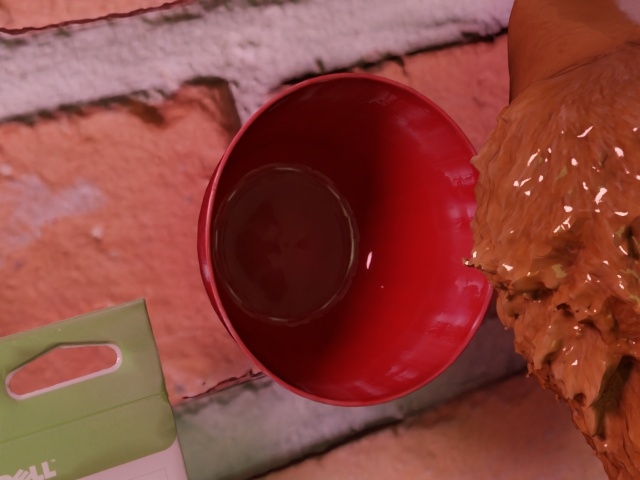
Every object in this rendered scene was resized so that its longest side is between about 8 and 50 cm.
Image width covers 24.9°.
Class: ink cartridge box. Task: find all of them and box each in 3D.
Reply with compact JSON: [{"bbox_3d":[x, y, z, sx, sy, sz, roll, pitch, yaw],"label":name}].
[{"bbox_3d":[-0.127,0.144,0.774,0.109,0.062,0.209,-15,95,-26],"label":"ink cartridge box"}]

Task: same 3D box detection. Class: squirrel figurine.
[{"bbox_3d":[0.236,0.044,0.849,0.397,0.281,0.370,-44,129,-46],"label":"squirrel figurine"}]

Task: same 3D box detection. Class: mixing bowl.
[{"bbox_3d":[0.000,0.000,0.825,0.181,0.098,0.181,1,89,-28],"label":"mixing bowl"}]
